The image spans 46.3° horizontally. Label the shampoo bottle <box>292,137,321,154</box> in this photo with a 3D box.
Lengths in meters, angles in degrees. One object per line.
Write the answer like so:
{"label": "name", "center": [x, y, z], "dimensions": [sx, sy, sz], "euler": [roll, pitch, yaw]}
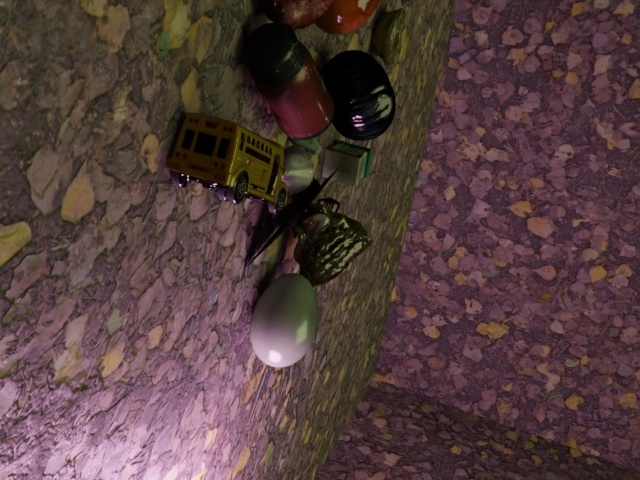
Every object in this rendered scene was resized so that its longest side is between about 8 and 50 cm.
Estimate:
{"label": "shampoo bottle", "center": [-0.035, -0.272, 2.015], "dimensions": [0.190, 0.041, 0.069], "euler": [35, 67, -74]}

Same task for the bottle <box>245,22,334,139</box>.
{"label": "bottle", "center": [-0.068, -0.351, 1.637], "dimensions": [0.336, 0.144, 0.144], "euler": [56, 52, -68]}

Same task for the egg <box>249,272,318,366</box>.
{"label": "egg", "center": [-0.096, 0.214, 2.035], "dimensions": [0.183, 0.182, 0.264], "euler": [69, 33, -66]}

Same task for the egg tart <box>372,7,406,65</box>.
{"label": "egg tart", "center": [0.224, -0.668, 2.447], "dimensions": [0.197, 0.078, 0.197], "euler": [17, 90, -77]}

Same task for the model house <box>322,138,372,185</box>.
{"label": "model house", "center": [0.090, -0.248, 2.318], "dimensions": [0.149, 0.127, 0.101], "euler": [-43, 146, -57]}

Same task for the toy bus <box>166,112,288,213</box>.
{"label": "toy bus", "center": [-0.164, -0.148, 1.494], "dimensions": [0.331, 0.145, 0.151], "euler": [12, 92, -74]}

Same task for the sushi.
{"label": "sushi", "center": [-0.082, -0.083, 1.920], "dimensions": [0.264, 0.050, 0.290], "euler": [-42, -172, 36]}

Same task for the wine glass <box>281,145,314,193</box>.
{"label": "wine glass", "center": [-0.101, -0.159, 1.775], "dimensions": [0.183, 0.122, 0.122], "euler": [-27, 131, -66]}

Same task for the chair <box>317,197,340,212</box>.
{"label": "chair", "center": [0.007, -0.021, 2.348], "dimensions": [0.101, 0.084, 0.213], "euler": [60, 48, -65]}

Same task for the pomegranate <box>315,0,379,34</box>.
{"label": "pomegranate", "center": [0.046, -0.577, 1.744], "dimensions": [0.191, 0.191, 0.191], "euler": [16, 90, -75]}

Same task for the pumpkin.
{"label": "pumpkin", "center": [0.070, -0.376, 2.008], "dimensions": [0.248, 0.248, 0.248], "euler": [16, 90, -75]}

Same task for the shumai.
{"label": "shumai", "center": [0.001, 0.002, 2.163], "dimensions": [0.256, 0.189, 0.218], "euler": [-44, 107, -28]}

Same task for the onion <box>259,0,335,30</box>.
{"label": "onion", "center": [-0.050, -0.531, 1.536], "dimensions": [0.184, 0.147, 0.184], "euler": [-19, 143, -15]}
